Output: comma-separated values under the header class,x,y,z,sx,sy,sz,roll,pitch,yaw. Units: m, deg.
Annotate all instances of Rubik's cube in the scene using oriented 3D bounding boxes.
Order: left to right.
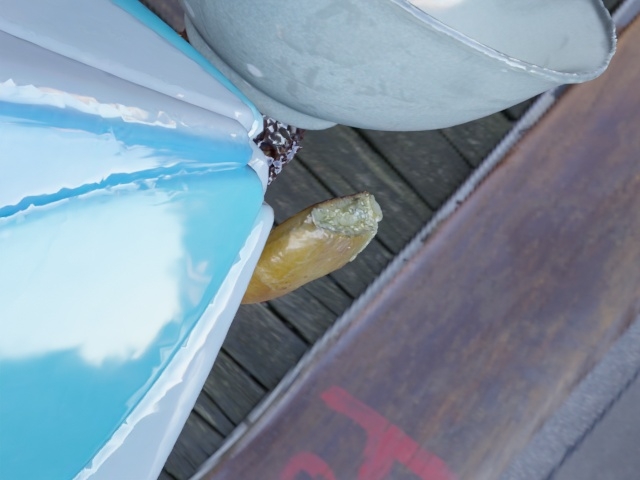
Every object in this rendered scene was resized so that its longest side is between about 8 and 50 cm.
class,x,y,z,sx,sy,sz,roll,pitch,yaw
Rubik's cube,-0.276,0.005,0.501,0.352,0.352,0.347,7,116,-45

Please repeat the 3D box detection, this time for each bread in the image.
class,x,y,z,sx,sy,sz,roll,pitch,yaw
bread,-0.009,0.002,0.926,0.154,0.136,0.054,-31,84,-10

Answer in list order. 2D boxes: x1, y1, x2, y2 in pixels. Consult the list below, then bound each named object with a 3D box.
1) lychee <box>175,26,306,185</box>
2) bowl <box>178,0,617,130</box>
class,x,y,z,sx,sy,sz,roll,pitch,yaw
lychee,-0.100,-0.143,1.224,0.188,0.188,0.188,-2,97,-19
bowl,0.005,-0.153,0.691,0.313,0.313,0.146,25,124,-20
